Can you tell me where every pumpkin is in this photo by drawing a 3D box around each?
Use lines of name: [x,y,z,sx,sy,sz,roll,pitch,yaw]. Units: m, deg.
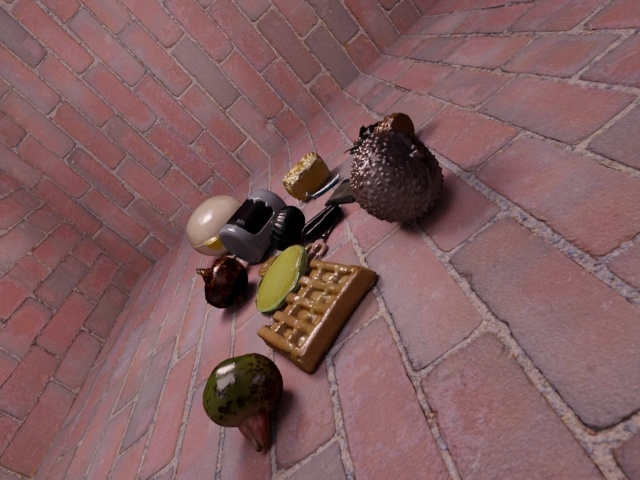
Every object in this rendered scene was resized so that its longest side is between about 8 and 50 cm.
pumpkin: [-0.144,-0.052,1.821,0.202,0.140,0.202,16,-90,-88]

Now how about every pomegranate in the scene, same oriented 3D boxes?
pomegranate: [-0.187,0.419,1.115,0.214,0.214,0.248,-40,56,13]

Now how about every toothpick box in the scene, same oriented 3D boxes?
toothpick box: [-0.296,-0.084,2.081,0.263,0.263,0.355,-12,38,52]

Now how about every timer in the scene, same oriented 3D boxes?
timer: [0.000,-0.086,1.758,0.187,0.055,0.144,-43,12,6]

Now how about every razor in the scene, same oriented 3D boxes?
razor: [0.022,-0.253,2.060,0.191,0.037,0.068,-30,-15,23]

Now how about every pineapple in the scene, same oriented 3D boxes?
pineapple: [0.232,-0.425,1.837,0.364,0.165,0.166,-10,41,55]

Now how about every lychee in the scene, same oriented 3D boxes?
lychee: [0.220,-0.183,1.302,0.300,0.300,0.300,-36,24,19]

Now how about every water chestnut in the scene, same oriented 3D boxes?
water chestnut: [-0.419,0.174,1.838,0.223,0.238,0.224,-165,90,-87]

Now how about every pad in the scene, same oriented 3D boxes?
pad: [0.121,-0.222,1.858,0.174,0.022,0.233,-54,24,-20]

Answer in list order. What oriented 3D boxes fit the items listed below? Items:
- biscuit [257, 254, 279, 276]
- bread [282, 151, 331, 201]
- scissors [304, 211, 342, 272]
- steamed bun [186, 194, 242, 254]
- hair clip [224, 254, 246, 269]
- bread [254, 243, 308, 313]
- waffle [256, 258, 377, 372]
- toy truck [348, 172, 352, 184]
biscuit: [-0.184,0.098,1.821,0.247,0.029,0.118,-17,35,48]
bread: [-0.063,-0.314,2.142,0.245,0.174,0.121,-48,43,-4]
scissors: [0.000,0.000,1.683,0.160,0.024,0.318,-7,43,56]
steamed bun: [-0.579,-0.085,2.437,0.374,0.334,0.334,-53,24,-20]
hair clip: [-0.466,0.160,2.084,0.282,0.113,0.173,-25,30,41]
bread: [-0.150,0.149,1.629,0.301,0.045,0.301,-39,29,27]
waffle: [-0.016,0.205,1.302,0.348,0.077,0.304,-53,25,-18]
toy truck: [0.172,-0.249,1.729,0.123,0.063,0.052,18,62,34]
